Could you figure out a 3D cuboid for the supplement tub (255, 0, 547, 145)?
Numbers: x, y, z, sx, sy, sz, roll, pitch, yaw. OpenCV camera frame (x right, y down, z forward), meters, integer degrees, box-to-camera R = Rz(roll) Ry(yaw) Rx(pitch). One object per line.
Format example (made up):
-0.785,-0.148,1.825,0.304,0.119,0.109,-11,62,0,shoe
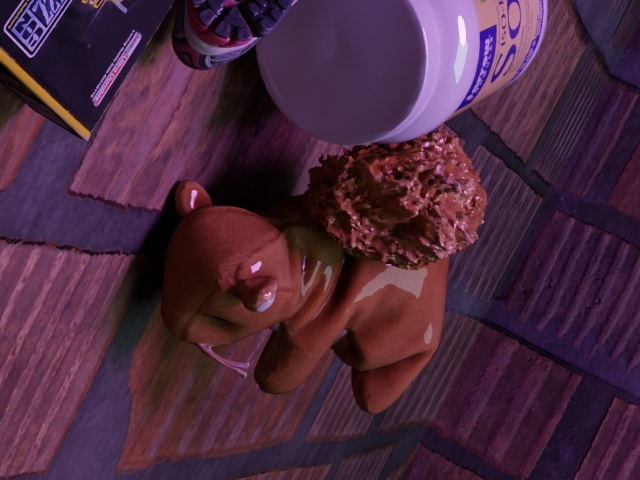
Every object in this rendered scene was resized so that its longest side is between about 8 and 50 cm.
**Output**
0.096,-0.245,1.556,0.331,0.241,0.241,-33,146,-56,supplement tub

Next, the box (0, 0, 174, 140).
-0.172,-0.269,1.076,0.322,0.079,0.257,-59,160,-8,box

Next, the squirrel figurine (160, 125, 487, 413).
0.000,0.000,1.605,0.397,0.281,0.370,-44,148,23,squirrel figurine

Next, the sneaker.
-0.052,-0.290,1.340,0.299,0.121,0.112,-52,-171,-29,sneaker
